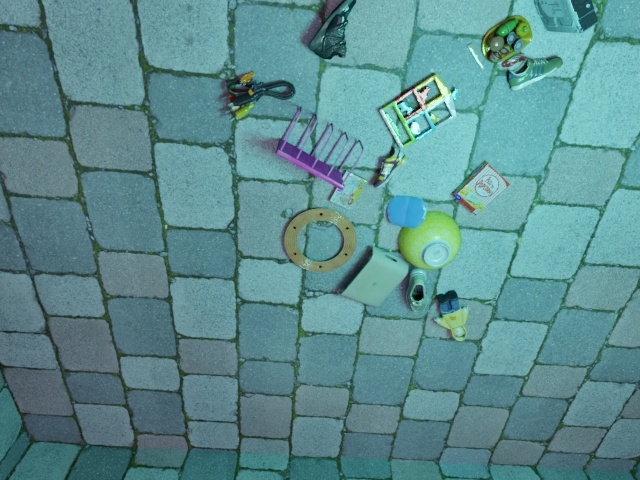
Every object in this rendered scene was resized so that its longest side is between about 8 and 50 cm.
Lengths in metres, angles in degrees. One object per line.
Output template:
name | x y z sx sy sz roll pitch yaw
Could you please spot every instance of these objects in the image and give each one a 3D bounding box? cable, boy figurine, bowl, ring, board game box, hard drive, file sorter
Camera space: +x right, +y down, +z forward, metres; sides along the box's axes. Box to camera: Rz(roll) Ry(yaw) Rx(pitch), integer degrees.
cable | -0.244 -0.568 1.566 0.287 0.072 0.140 -19 91 -4
boy figurine | 0.669 0.393 2.065 0.177 0.092 0.285 -19 114 7
bowl | 0.507 0.030 1.826 0.289 0.156 0.290 0 119 -1
ring | 0.000 0.000 1.879 0.336 0.032 0.337 0 119 -1
board game box | 0.690 -0.224 1.749 0.146 0.045 0.193 34 113 -18
board game box | 0.120 -0.218 1.761 0.103 0.026 0.154 24 116 -12
hard drive | 0.746 -0.837 1.303 0.064 0.237 0.339 -33 115 17
file sorter | 0.001 -0.368 1.582 0.290 0.202 0.182 27 112 -14
board game box | 0.383 -0.128 1.798 0.168 0.033 0.133 11 102 16

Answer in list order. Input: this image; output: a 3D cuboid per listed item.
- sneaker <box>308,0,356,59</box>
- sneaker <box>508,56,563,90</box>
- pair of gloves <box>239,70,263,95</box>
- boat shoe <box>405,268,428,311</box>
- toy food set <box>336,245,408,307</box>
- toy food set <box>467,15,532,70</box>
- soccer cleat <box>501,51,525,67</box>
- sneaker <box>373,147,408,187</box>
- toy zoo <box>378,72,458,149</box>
sneaker | 0.071 -0.743 1.441 0.130 0.087 0.227 33 117 -19
sneaker | 0.793 -0.643 1.506 0.192 0.064 0.086 -28 120 18
pair of gloves | -0.260 -0.593 1.527 0.074 0.010 0.083 -42 83 -9
boat shoe | 0.461 0.263 1.954 0.109 0.094 0.302 2 136 17
toy food set | 0.250 0.183 1.960 0.219 0.092 0.306 24 118 -26
toy food set | 0.663 -0.712 1.465 0.217 0.071 0.128 -29 115 15
soccer cleat | 0.719 -0.673 1.513 0.083 0.036 0.029 -15 145 34
sneaker | 0.274 -0.303 1.698 0.084 0.069 0.185 41 105 -11
toy zoo | 0.403 -0.514 1.597 0.293 0.030 0.192 -30 115 15
